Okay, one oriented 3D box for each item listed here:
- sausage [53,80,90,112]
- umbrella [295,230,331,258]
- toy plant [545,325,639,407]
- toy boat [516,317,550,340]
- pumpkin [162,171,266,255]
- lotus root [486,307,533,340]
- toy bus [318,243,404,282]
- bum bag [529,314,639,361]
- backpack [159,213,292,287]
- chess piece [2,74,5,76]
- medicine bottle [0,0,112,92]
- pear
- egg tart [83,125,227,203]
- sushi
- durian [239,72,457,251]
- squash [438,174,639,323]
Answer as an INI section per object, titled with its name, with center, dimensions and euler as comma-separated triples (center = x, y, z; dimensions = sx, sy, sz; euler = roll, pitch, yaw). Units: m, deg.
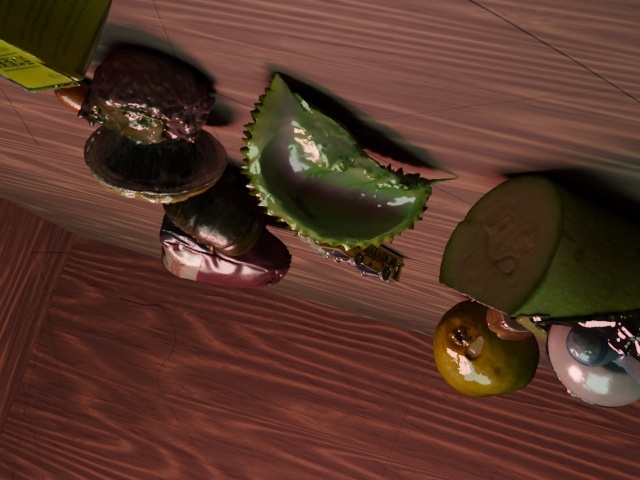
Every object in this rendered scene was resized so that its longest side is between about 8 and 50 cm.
[sausage]
center = -0.322, -0.201, 1.570
dimensions = 0.347, 0.053, 0.053
euler = 26, 167, -40
[umbrella]
center = 0.000, 0.000, 2.080
dimensions = 0.143, 0.062, 0.067
euler = 28, -166, -39
[toy plant]
center = 0.553, 0.176, 1.618
dimensions = 0.247, 0.247, 0.332
euler = 17, 166, 7
[toy boat]
center = 0.495, 0.159, 1.909
dimensions = 0.084, 0.111, 0.276
euler = 16, 173, 45
[pumpkin]
center = -0.212, -0.067, 1.816
dimensions = 0.223, 0.157, 0.224
euler = 29, -178, -1
[lotus root]
center = 0.433, 0.159, 1.990
dimensions = 0.112, 0.122, 0.081
euler = 27, 168, 2
[toy bus]
center = 0.094, 0.035, 2.056
dimensions = 0.081, 0.074, 0.226
euler = 6, 164, 46
[bum bag]
center = 0.455, 0.103, 1.485
dimensions = 0.095, 0.144, 0.340
euler = -12, -163, -30
[backpack]
center = -0.221, 0.010, 2.143
dimensions = 0.317, 0.197, 0.283
euler = 14, 169, -5
[chess piece]
center = -0.429, -0.275, 1.350
dimensions = 0.103, 0.067, 0.067
euler = 5, 167, 15
[medicine bottle]
center = -0.374, -0.280, 0.998
dimensions = 0.137, 0.141, 0.250
euler = 2, 162, 46
[pear]
center = 0.419, 0.278, 2.291
dimensions = 0.269, 0.269, 0.321
euler = 8, 166, 46
[egg tart]
center = -0.262, -0.150, 1.444
dimensions = 0.234, 0.234, 0.094
euler = 17, 127, 7
[sushi]
center = -0.277, -0.211, 1.303
dimensions = 0.241, 0.108, 0.161
euler = 15, 166, 21
[durian]
center = 0.018, -0.092, 1.292
dimensions = 0.355, 0.158, 0.169
euler = 25, 151, -36
[squash]
center = 0.370, 0.052, 1.281
dimensions = 0.308, 0.210, 0.233
euler = 28, 177, -27
